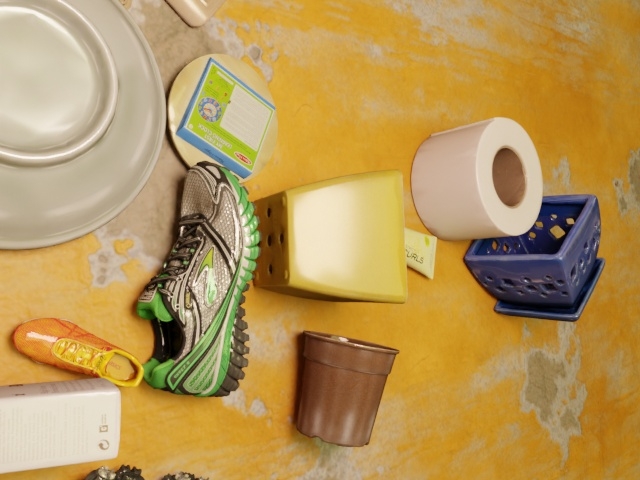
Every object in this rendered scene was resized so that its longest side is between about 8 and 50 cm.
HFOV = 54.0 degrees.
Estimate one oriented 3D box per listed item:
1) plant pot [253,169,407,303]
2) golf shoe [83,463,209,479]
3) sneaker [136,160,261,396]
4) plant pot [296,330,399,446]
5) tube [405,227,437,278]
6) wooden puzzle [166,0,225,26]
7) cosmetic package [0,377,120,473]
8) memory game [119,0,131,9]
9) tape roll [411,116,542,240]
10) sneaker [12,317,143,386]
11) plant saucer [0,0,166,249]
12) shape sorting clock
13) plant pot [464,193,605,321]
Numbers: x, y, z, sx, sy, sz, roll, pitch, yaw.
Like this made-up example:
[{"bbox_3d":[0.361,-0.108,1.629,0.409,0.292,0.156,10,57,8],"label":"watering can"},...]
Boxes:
[{"bbox_3d":[0.000,0.000,1.025,0.187,0.212,0.212,0,86,-28],"label":"plant pot"},{"bbox_3d":[-0.220,0.391,0.871,0.273,0.105,0.120,27,91,-36],"label":"golf shoe"},{"bbox_3d":[-0.177,0.053,0.898,0.146,0.134,0.343,8,81,-40],"label":"sneaker"},{"bbox_3d":[0.037,0.249,1.059,0.167,0.167,0.165,15,84,-39],"label":"plant pot"},{"bbox_3d":[0.161,0.005,1.251,0.240,0.062,0.070,22,112,-43],"label":"tube"},{"bbox_3d":[-0.207,-0.491,0.990,0.221,0.044,0.238,46,63,-29],"label":"wooden puzzle"},{"bbox_3d":[-0.355,0.209,0.708,0.231,0.117,0.085,3,84,-28],"label":"cosmetic package"},{"bbox_3d":[-0.348,-0.367,0.869,0.186,0.012,0.186,4,84,-41],"label":"memory game"},{"bbox_3d":[0.334,-0.124,1.338,0.246,0.169,0.246,5,82,-40],"label":"tape roll"},{"bbox_3d":[-0.308,0.144,0.819,0.175,0.067,0.064,27,72,-34],"label":"sneaker"},{"bbox_3d":[-0.364,-0.189,0.759,0.400,0.100,0.400,3,84,-35],"label":"plant saucer"},{"bbox_3d":[-0.152,-0.192,1.004,0.206,0.040,0.206,3,86,-44],"label":"shape sorting clock"},{"bbox_3d":[0.505,0.048,1.436,0.236,0.236,0.212,-47,121,-34],"label":"plant pot"}]
